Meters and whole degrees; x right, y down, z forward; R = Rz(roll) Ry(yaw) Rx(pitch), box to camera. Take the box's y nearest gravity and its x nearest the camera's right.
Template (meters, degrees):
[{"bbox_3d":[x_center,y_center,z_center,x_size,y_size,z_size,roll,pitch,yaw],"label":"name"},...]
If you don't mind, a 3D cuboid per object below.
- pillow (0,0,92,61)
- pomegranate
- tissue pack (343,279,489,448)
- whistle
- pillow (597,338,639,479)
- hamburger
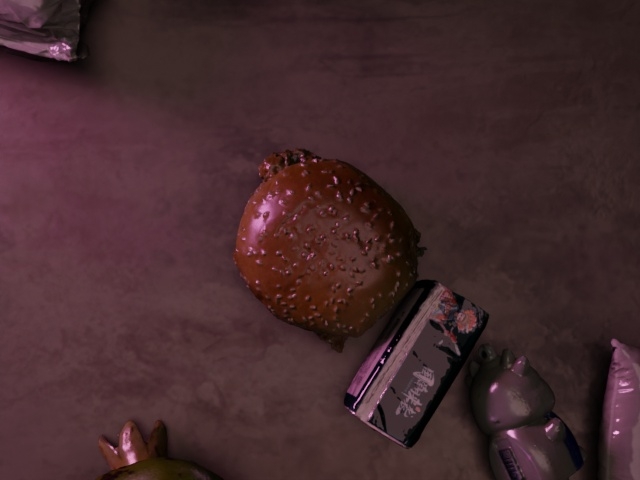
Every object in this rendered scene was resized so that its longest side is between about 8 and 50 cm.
[{"bbox_3d":[-0.362,-0.354,1.138,0.309,0.138,0.284,15,83,1],"label":"pillow"},{"bbox_3d":[-0.173,0.303,1.067,0.211,0.211,0.263,-7,40,-8],"label":"pomegranate"},{"bbox_3d":[0.101,0.133,1.131,0.090,0.103,0.170,35,83,-3],"label":"tissue pack"},{"bbox_3d":[0.232,0.224,1.134,0.092,0.110,0.244,-22,83,-40],"label":"whistle"},{"bbox_3d":[0.377,0.242,1.151,0.144,0.078,0.254,6,84,-13],"label":"pillow"},{"bbox_3d":[0.000,0.000,1.131,0.215,0.122,0.189,43,85,4],"label":"hamburger"}]
